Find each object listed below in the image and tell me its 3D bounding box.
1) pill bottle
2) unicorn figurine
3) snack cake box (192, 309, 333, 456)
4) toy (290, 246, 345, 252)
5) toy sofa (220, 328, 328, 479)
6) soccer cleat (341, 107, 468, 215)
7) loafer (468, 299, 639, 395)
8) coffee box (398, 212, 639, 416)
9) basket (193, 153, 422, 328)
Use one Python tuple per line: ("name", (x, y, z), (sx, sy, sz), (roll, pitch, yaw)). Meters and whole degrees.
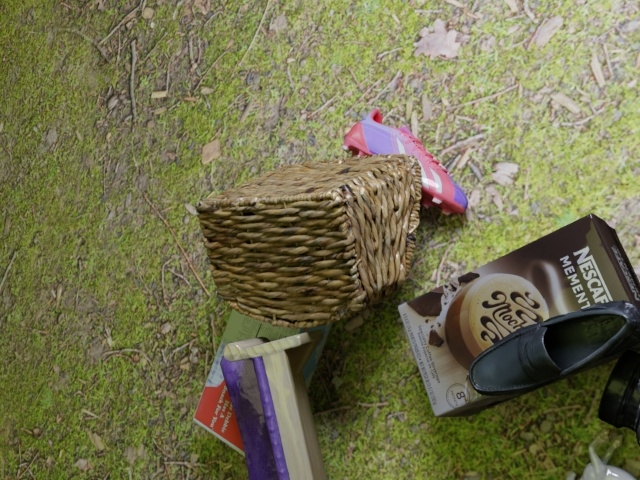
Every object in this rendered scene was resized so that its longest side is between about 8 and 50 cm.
("pill bottle", (0.443, 0.210, 0.885), (0.219, 0.123, 0.122), (22, 93, 33))
("unicorn figurine", (0.366, 0.295, 0.968), (0.162, 0.060, 0.111), (16, 85, 40))
("snack cake box", (-0.096, 0.215, 1.301), (0.152, 0.089, 0.264), (23, 94, 35))
("toy", (-0.050, -0.016, 1.340), (0.237, 0.056, 0.136), (-8, 72, 29))
("toy sofa", (-0.055, 0.320, 1.139), (0.177, 0.150, 0.362), (-14, 84, 12))
("soccer cleat", (0.141, -0.126, 1.216), (0.248, 0.083, 0.095), (35, 87, 35))
("loafer", (0.270, 0.127, 0.916), (0.223, 0.078, 0.076), (-28, 68, 28))
("coffee box", (0.275, 0.109, 1.037), (0.297, 0.119, 0.168), (-30, 65, 27))
("basket", (0.000, 0.000, 1.178), (0.299, 0.223, 0.213), (-2, 109, 39))
